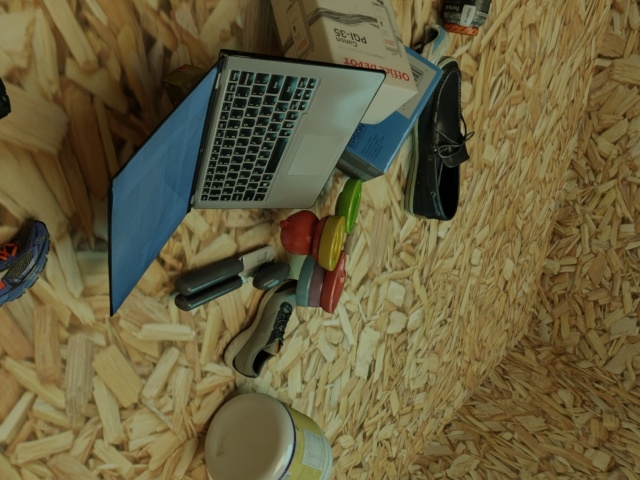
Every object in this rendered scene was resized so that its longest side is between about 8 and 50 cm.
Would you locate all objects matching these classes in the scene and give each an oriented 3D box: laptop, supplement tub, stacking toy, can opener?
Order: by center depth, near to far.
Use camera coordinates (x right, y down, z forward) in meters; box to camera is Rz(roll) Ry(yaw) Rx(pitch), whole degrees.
[{"bbox_3d":[-0.122,-0.071,0.823,0.408,0.236,0.382,-1,151,-23],"label":"laptop"},{"bbox_3d":[-0.178,0.083,1.116,0.284,0.095,0.075,-24,128,-50],"label":"can opener"},{"bbox_3d":[0.000,0.000,1.224,0.308,0.131,0.279,90,16,-48],"label":"stacking toy"},{"bbox_3d":[0.392,-0.644,1.352,0.117,0.117,0.190,-14,121,-47],"label":"supplement tub"},{"bbox_3d":[-0.122,0.556,1.358,0.241,0.241,0.331,-54,144,-12],"label":"supplement tub"}]

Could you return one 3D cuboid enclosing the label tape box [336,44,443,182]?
[{"bbox_3d":[0.126,-0.271,1.203,0.249,0.115,0.348,-61,-171,-2],"label":"label tape box"}]

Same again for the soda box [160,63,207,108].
[{"bbox_3d":[-0.211,-0.216,0.921,0.058,0.061,0.181,-45,140,-25],"label":"soda box"}]

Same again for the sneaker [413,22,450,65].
[{"bbox_3d":[0.264,-0.456,1.337,0.086,0.085,0.237,30,74,-23],"label":"sneaker"}]

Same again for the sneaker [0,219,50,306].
[{"bbox_3d":[-0.483,0.056,0.744,0.221,0.083,0.087,-55,136,-16],"label":"sneaker"}]

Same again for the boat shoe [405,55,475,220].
[{"bbox_3d":[0.362,-0.279,1.512,0.187,0.156,0.499,-24,128,-39],"label":"boat shoe"}]

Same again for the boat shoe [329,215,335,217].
[{"bbox_3d":[0.036,-0.039,1.344,0.135,0.050,0.045,-42,144,-27],"label":"boat shoe"}]

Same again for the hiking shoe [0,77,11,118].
[{"bbox_3d":[-0.498,-0.216,0.560,0.132,0.113,0.304,-32,150,9],"label":"hiking shoe"}]

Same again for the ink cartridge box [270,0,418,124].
[{"bbox_3d":[0.039,-0.372,0.932,0.207,0.117,0.282,-3,73,-40],"label":"ink cartridge box"}]

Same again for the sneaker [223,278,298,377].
[{"bbox_3d":[-0.118,0.218,1.268,0.271,0.108,0.100,-56,142,-12],"label":"sneaker"}]
